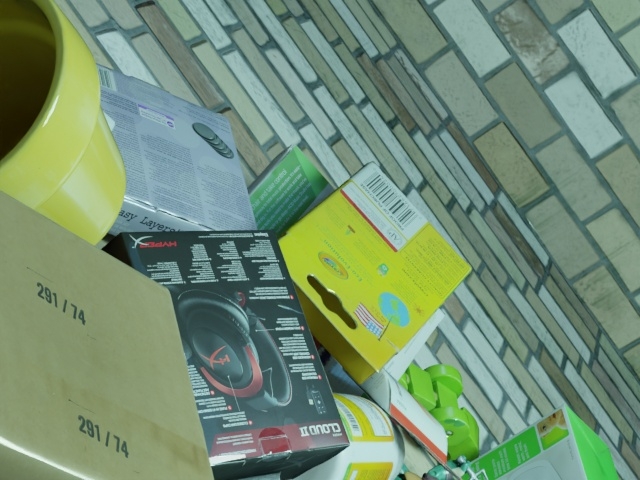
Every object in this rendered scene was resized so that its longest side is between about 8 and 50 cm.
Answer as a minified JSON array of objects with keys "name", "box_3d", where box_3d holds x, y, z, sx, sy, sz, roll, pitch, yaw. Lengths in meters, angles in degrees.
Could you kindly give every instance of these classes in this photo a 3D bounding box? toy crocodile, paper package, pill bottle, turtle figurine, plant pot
[{"name":"toy crocodile","box_3d":[0.116,0.214,2.259,0.340,0.105,0.115,37,29,-31]},{"name":"paper package","box_3d":[-0.266,0.134,1.370,0.325,0.168,0.309,35,29,-46]},{"name":"pill bottle","box_3d":[0.011,0.248,1.875,0.136,0.136,0.246,62,17,18]},{"name":"turtle figurine","box_3d":[0.136,0.326,2.086,0.234,0.118,0.175,38,6,-4]},{"name":"plant pot","box_3d":[-0.309,-0.094,1.551,0.239,0.254,0.254,53,12,-57]}]

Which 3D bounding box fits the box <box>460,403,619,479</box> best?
[{"name":"box","box_3d":[0.300,0.399,2.177,0.127,0.231,0.262,44,23,-30]}]

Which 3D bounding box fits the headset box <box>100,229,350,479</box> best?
[{"name":"headset box","box_3d":[-0.112,0.141,1.679,0.218,0.110,0.293,-2,64,-44]}]

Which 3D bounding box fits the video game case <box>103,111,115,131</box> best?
[{"name":"video game case","box_3d":[-0.342,-0.174,1.705,0.201,0.183,0.023,43,62,-32]}]

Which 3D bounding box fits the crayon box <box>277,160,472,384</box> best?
[{"name":"crayon box","box_3d":[0.046,0.043,1.979,0.202,0.081,0.318,48,33,2]}]

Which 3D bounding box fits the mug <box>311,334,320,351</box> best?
[{"name":"mug","box_3d":[-0.073,0.139,1.905,0.150,0.113,0.169,56,22,7]}]

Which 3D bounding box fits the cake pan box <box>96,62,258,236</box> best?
[{"name":"cake pan box","box_3d":[-0.209,-0.094,1.933,0.267,0.070,0.246,20,35,-36]}]

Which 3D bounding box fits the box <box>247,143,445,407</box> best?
[{"name":"box","box_3d":[-0.001,0.062,2.098,0.322,0.058,0.232,50,50,-11]}]

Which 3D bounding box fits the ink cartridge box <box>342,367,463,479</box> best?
[{"name":"ink cartridge box","box_3d":[0.118,0.221,1.974,0.145,0.045,0.179,46,-7,-39]}]
